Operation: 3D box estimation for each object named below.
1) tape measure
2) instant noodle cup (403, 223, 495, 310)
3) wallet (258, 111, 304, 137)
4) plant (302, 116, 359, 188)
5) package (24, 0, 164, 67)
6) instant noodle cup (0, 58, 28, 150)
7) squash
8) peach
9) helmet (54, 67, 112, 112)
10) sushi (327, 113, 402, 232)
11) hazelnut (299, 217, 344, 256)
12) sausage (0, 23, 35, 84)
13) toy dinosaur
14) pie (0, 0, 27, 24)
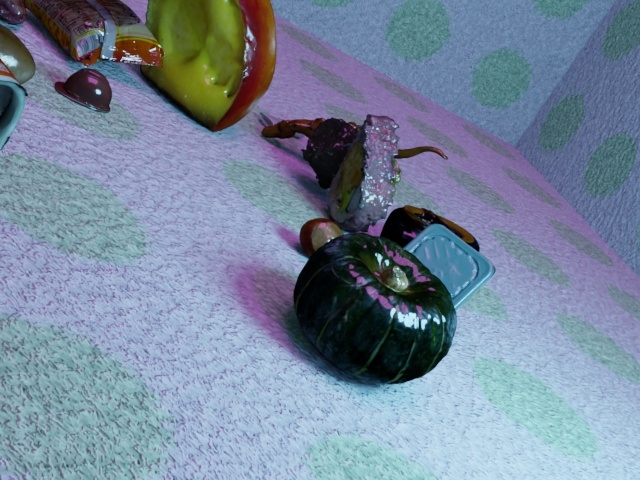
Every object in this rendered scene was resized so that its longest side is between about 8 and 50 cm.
[{"bbox_3d":[0.218,0.018,1.937,0.202,0.135,0.223,22,17,-1],"label":"tape measure"},{"bbox_3d":[0.209,0.072,1.765,0.157,0.179,0.070,41,-20,24],"label":"instant noodle cup"},{"bbox_3d":[-0.094,-0.281,2.343,0.122,0.025,0.061,9,31,-49],"label":"wallet"},{"bbox_3d":[0.058,-0.166,2.098,0.142,0.131,0.203,4,-27,49],"label":"plant"},{"bbox_3d":[-0.467,-0.451,1.999,0.223,0.108,0.288,-14,51,-42],"label":"package"},{"bbox_3d":[-0.531,-0.211,1.133,0.308,0.294,0.294,45,21,15],"label":"instant noodle cup"},{"bbox_3d":[0.079,0.101,1.438,0.252,0.165,0.252,30,21,-13],"label":"squash"},{"bbox_3d":[-0.225,-0.430,2.085,0.306,0.380,0.242,12,9,28],"label":"peach"},{"bbox_3d":[-0.425,-0.285,1.768,0.111,0.057,0.089,20,25,-34],"label":"helmet"},{"bbox_3d":[0.088,-0.128,1.972,0.107,0.161,0.241,18,60,-27],"label":"sushi"},{"bbox_3d":[0.000,0.000,1.722,0.086,0.086,0.086,29,19,-11],"label":"hazelnut"},{"bbox_3d":[-0.646,-0.316,1.359,0.501,0.123,0.136,16,15,-29],"label":"sausage"},{"bbox_3d":[0.086,-0.231,2.239,0.432,0.097,0.208,6,-2,9],"label":"toy dinosaur"},{"bbox_3d":[-0.631,-0.511,1.897,0.182,0.049,0.182,155,-90,-86],"label":"pie"}]
